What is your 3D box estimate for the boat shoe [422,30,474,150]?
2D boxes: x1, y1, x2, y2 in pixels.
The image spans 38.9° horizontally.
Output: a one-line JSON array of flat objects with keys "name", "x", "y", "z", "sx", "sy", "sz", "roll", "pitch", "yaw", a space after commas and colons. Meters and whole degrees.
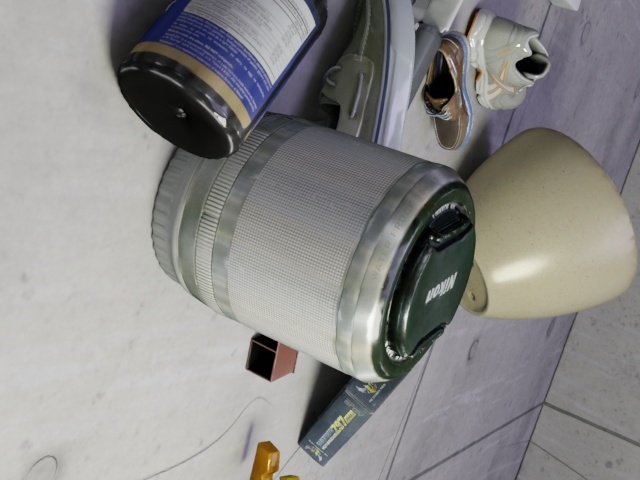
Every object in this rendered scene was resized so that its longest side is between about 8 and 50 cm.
[{"name": "boat shoe", "x": 0.181, "y": -0.211, "z": 1.335, "sx": 0.066, "sy": 0.066, "sz": 0.183, "roll": -35, "pitch": 129, "yaw": -41}]

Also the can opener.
[{"name": "can opener", "x": 0.124, "y": -0.250, "z": 1.176, "sx": 0.280, "sy": 0.074, "sz": 0.093, "roll": -62, "pitch": 154, "yaw": -11}]

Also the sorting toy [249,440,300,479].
[{"name": "sorting toy", "x": -0.060, "y": 0.436, "z": 1.195, "sx": 0.041, "sy": 0.229, "sz": 0.307, "roll": 1, "pitch": 111, "yaw": -36}]

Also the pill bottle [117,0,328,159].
[{"name": "pill bottle", "x": -0.070, "y": -0.189, "z": 0.804, "sx": 0.219, "sy": 0.123, "sz": 0.123, "roll": -58, "pitch": 152, "yaw": -21}]

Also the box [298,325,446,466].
[{"name": "box", "x": 0.080, "y": 0.221, "z": 1.392, "sx": 0.232, "sy": 0.059, "sz": 0.183, "roll": -40, "pitch": 167, "yaw": -42}]

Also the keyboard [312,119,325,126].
[{"name": "keyboard", "x": 0.009, "y": -0.023, "z": 1.139, "sx": 0.072, "sy": 0.014, "sz": 0.256, "roll": -27, "pitch": 119, "yaw": -60}]

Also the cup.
[{"name": "cup", "x": 0.332, "y": 0.005, "z": 1.549, "sx": 0.237, "sy": 0.331, "sz": 0.331, "roll": -27, "pitch": 139, "yaw": -16}]

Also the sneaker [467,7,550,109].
[{"name": "sneaker", "x": 0.316, "y": -0.271, "z": 1.469, "sx": 0.099, "sy": 0.121, "sz": 0.262, "roll": -65, "pitch": 154, "yaw": -5}]

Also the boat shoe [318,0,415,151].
[{"name": "boat shoe", "x": 0.046, "y": -0.163, "z": 1.055, "sx": 0.109, "sy": 0.094, "sz": 0.302, "roll": 163, "pitch": -67, "yaw": -76}]

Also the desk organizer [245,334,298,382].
[{"name": "desk organizer", "x": -0.053, "y": 0.109, "z": 1.147, "sx": 0.050, "sy": 0.047, "sz": 0.130, "roll": -16, "pitch": 124, "yaw": -55}]

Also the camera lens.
[{"name": "camera lens", "x": 0.000, "y": 0.000, "z": 0.905, "sx": 0.219, "sy": 0.274, "sz": 0.219, "roll": -42, "pitch": 143, "yaw": -42}]

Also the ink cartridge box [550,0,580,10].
[{"name": "ink cartridge box", "x": 0.432, "y": -0.522, "z": 1.575, "sx": 0.232, "sy": 0.066, "sz": 0.189, "roll": 1, "pitch": 109, "yaw": -67}]
